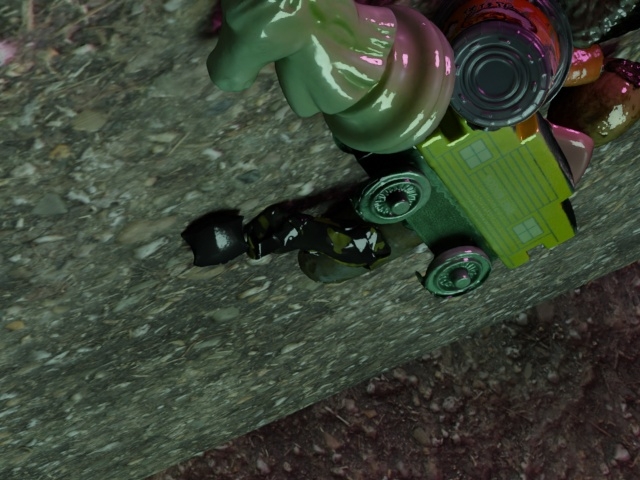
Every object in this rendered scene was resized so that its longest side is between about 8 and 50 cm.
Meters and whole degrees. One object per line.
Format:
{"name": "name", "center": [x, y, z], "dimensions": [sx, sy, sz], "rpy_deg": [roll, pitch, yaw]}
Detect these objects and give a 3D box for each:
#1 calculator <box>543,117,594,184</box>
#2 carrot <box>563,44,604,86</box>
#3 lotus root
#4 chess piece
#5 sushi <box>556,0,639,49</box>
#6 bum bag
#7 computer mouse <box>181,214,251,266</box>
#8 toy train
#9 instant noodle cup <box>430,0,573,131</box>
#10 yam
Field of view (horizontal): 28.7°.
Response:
{"name": "calculator", "center": [0.310, -0.124, 1.997], "dimensions": [0.220, 0.048, 0.330], "rpy_deg": [14, 161, 0]}
{"name": "carrot", "center": [0.301, -0.246, 1.781], "dimensions": [0.205, 0.072, 0.072], "rpy_deg": [-10, 159, -25]}
{"name": "lotus root", "center": [0.421, -0.206, 1.959], "dimensions": [0.138, 0.138, 0.214], "rpy_deg": [-9, 161, -44]}
{"name": "chess piece", "center": [-0.002, -0.203, 1.338], "dimensions": [0.175, 0.176, 0.298], "rpy_deg": [-35, 149, 29]}
{"name": "sushi", "center": [0.362, -0.320, 1.498], "dimensions": [0.126, 0.136, 0.225], "rpy_deg": [-12, 166, -33]}
{"name": "bum bag", "center": [0.000, 0.000, 1.964], "dimensions": [0.232, 0.060, 0.107], "rpy_deg": [6, 140, -10]}
{"name": "computer mouse", "center": [-0.153, 0.010, 1.898], "dimensions": [0.099, 0.057, 0.172], "rpy_deg": [-21, 165, -6]}
{"name": "toy train", "center": [0.200, -0.094, 1.748], "dimensions": [0.272, 0.179, 0.442], "rpy_deg": [-30, 142, 12]}
{"name": "instant noodle cup", "center": [0.205, -0.208, 1.465], "dimensions": [0.177, 0.208, 0.125], "rpy_deg": [0, -156, 11]}
{"name": "yam", "center": [0.091, -0.023, 2.060], "dimensions": [0.330, 0.133, 0.133], "rpy_deg": [-31, 164, 37]}
